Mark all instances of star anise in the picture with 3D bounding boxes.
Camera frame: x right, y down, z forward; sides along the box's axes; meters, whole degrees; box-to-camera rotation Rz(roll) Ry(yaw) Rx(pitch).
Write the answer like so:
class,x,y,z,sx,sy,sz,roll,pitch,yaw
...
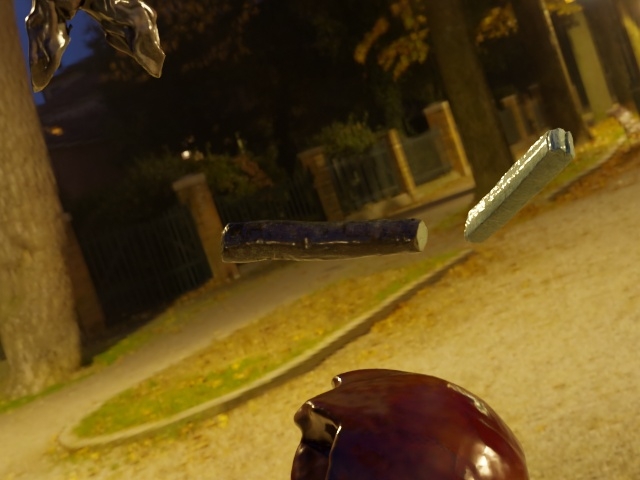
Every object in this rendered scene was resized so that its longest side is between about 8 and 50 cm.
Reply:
class,x,y,z,sx,sy,sz,roll,pitch,yaw
star anise,-0.187,-0.252,0.670,0.212,0.283,0.129,20,8,-31

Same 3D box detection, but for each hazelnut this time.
class,x,y,z,sx,sy,sz,roll,pitch,yaw
hazelnut,0.057,0.173,0.565,0.160,0.170,0.202,-10,7,-2

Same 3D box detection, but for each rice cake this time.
class,x,y,z,sx,sy,sz,roll,pitch,yaw
rice cake,0.185,-0.048,0.828,0.029,0.033,0.171,14,-34,-14

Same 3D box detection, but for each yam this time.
class,x,y,z,sx,sy,sz,roll,pitch,yaw
yam,0.000,0.000,1.128,0.273,0.061,0.061,-1,9,18
